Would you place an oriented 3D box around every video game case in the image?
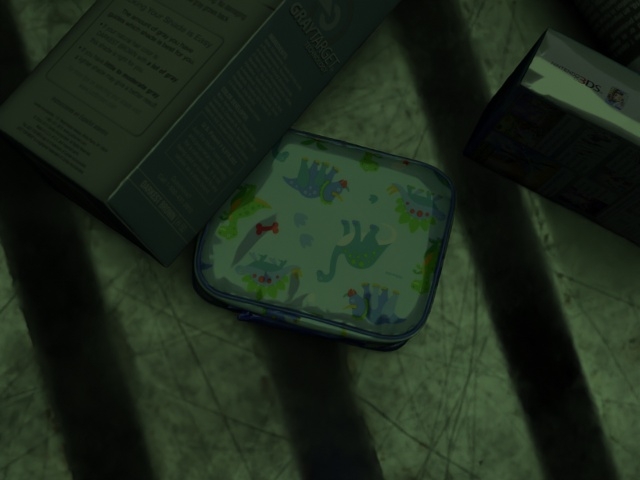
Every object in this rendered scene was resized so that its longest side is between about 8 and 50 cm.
[{"bbox_3d":[0.262,-0.070,1.548,0.244,0.269,0.061,26,80,-1],"label":"video game case"}]

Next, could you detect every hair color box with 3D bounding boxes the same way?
[{"bbox_3d":[-0.089,-0.179,1.572,0.185,0.113,0.374,33,78,40],"label":"hair color box"}]

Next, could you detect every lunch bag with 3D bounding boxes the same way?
[{"bbox_3d":[0.000,0.000,1.607,0.219,0.090,0.176,14,80,-3],"label":"lunch bag"}]

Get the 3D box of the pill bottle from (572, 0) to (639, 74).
[{"bbox_3d":[0.307,-0.241,1.632,0.161,0.161,0.283,-32,86,-8],"label":"pill bottle"}]
